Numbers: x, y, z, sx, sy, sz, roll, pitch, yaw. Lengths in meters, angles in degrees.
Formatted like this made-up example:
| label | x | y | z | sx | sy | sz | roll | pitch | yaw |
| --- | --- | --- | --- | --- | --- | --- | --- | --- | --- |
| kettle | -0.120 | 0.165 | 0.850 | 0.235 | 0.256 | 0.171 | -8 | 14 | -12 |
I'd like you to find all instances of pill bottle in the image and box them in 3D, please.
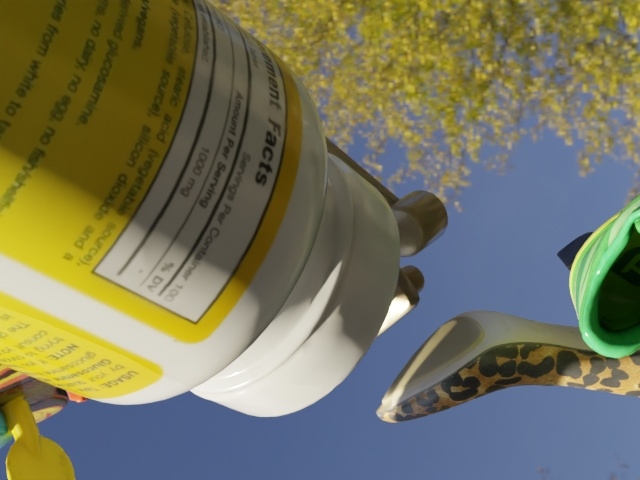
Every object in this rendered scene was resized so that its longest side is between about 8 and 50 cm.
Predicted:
| label | x | y | z | sx | sy | sz | roll | pitch | yaw |
| --- | --- | --- | --- | --- | --- | --- | --- | --- | --- |
| pill bottle | -0.120 | -0.041 | 0.430 | 0.334 | 0.188 | 0.188 | 33 | -110 | -39 |

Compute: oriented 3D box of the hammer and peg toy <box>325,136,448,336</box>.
| label | x | y | z | sx | sy | sz | roll | pitch | yaw |
| --- | --- | --- | --- | --- | --- | --- | --- | --- | --- |
| hammer and peg toy | 0.000 | 0.000 | 1.175 | 0.127 | 0.361 | 0.266 | -23 | -107 | -46 |

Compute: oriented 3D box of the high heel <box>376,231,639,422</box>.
| label | x | y | z | sx | sy | sz | roll | pitch | yaw |
| --- | --- | --- | --- | --- | --- | --- | --- | --- | --- |
| high heel | 0.195 | 0.133 | 0.875 | 0.186 | 0.261 | 0.093 | 47 | -160 | -17 |

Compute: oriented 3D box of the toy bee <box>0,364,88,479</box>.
| label | x | y | z | sx | sy | sz | roll | pitch | yaw |
| --- | --- | --- | --- | --- | --- | --- | --- | --- | --- |
| toy bee | -0.232 | 0.089 | 0.700 | 0.162 | 0.298 | 0.195 | -14 | -88 | -38 |

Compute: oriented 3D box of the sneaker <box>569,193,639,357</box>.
| label | x | y | z | sx | sy | sz | roll | pitch | yaw |
| --- | --- | --- | --- | --- | --- | --- | --- | --- | --- |
| sneaker | 0.268 | -0.029 | 0.645 | 0.296 | 0.109 | 0.123 | -62 | -4 | 32 |
